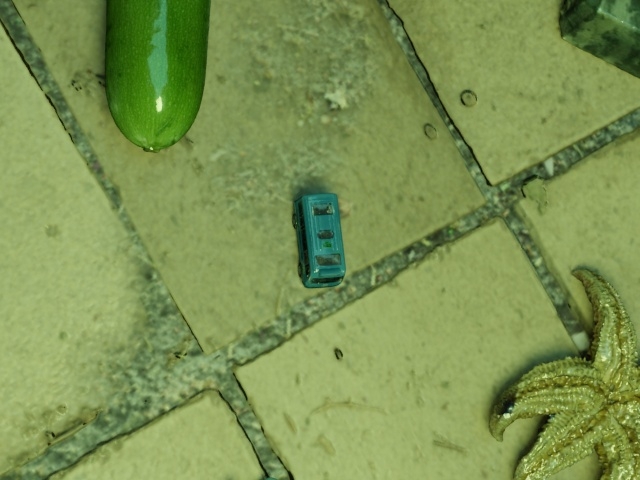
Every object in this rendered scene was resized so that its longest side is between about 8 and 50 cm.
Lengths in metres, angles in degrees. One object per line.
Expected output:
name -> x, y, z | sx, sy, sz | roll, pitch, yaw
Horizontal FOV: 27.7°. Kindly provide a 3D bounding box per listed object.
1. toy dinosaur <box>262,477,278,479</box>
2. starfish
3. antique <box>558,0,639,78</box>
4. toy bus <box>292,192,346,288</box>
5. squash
toy dinosaur -> -0.066, 0.240, 1.123 | 0.047, 0.030, 0.083 | 25, 75, -10
starfish -> 0.263, 0.137, 1.216 | 0.238, 0.071, 0.216 | -19, 90, -24
antique -> 0.334, -0.216, 1.290 | 0.183, 0.086, 0.088 | 23, 74, -9
toy bus -> 0.000, 0.000, 1.179 | 0.038, 0.046, 0.083 | -3, 79, -15
squash -> -0.144, -0.265, 1.167 | 0.101, 0.101, 0.378 | 5, 77, -14
